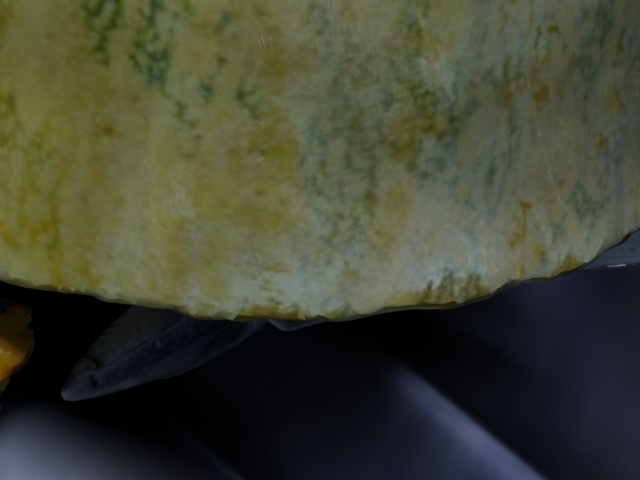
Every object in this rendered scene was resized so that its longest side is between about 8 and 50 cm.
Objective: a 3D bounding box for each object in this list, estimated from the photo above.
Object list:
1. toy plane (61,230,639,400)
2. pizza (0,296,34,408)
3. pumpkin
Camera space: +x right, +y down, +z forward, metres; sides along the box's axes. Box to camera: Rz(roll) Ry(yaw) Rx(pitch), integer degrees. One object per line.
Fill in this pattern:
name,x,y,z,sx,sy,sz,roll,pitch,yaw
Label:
toy plane,0.001,-0.010,0.565,0.212,0.088,0.267,29,35,34
pizza,-0.163,0.075,0.405,0.185,0.036,0.176,4,47,-30
pumpkin,-0.024,-0.135,0.510,0.332,0.199,0.332,-1,33,1
